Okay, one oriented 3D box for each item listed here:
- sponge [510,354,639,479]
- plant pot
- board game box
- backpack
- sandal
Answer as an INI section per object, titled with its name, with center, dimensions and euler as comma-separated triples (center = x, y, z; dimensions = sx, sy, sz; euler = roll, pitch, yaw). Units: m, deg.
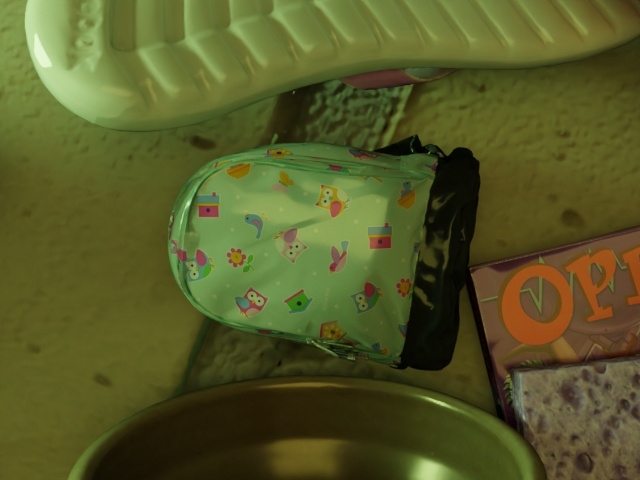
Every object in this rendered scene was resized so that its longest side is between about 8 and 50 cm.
[sponge]
center = 0.226, 0.125, 0.748
dimensions = 0.210, 0.031, 0.117
euler = -6, 89, 0
[plant pot]
center = -0.006, 0.228, 0.706
dimensions = 0.263, 0.263, 0.229
euler = -2, 108, 0
[board game box]
center = 0.283, 0.077, 0.786
dimensions = 0.347, 0.056, 0.208
euler = -14, 85, 0
[backpack]
center = 0.000, 0.000, 0.753
dimensions = 0.182, 0.115, 0.152
euler = 9, 92, 3
[sandal]
center = 0.026, -0.154, 0.762
dimensions = 0.416, 0.102, 0.169
euler = -10, 70, -16
